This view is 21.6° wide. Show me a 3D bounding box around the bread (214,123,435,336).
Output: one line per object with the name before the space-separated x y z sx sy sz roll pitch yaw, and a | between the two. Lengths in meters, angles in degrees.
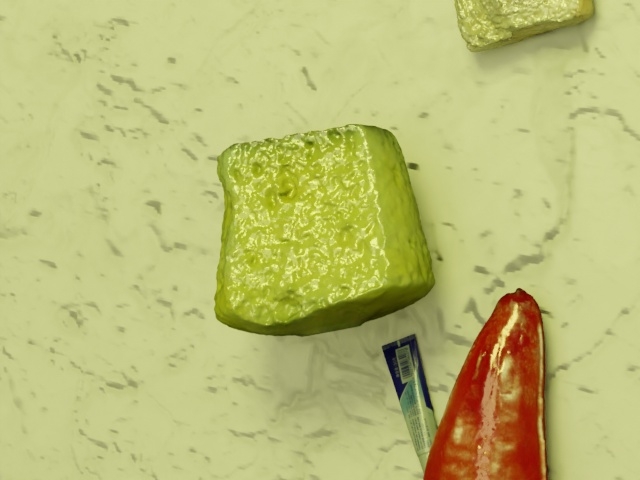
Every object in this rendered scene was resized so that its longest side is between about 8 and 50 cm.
bread | 0.000 0.000 0.981 0.129 0.111 0.114 -8 81 9

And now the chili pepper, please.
chili pepper | 0.102 0.110 0.958 0.088 0.065 0.169 7 88 21

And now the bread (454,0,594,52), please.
bread | 0.114 -0.149 0.965 0.083 0.035 0.070 -9 87 24

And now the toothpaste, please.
toothpaste | 0.058 0.098 1.006 0.024 0.015 0.083 -24 74 26
